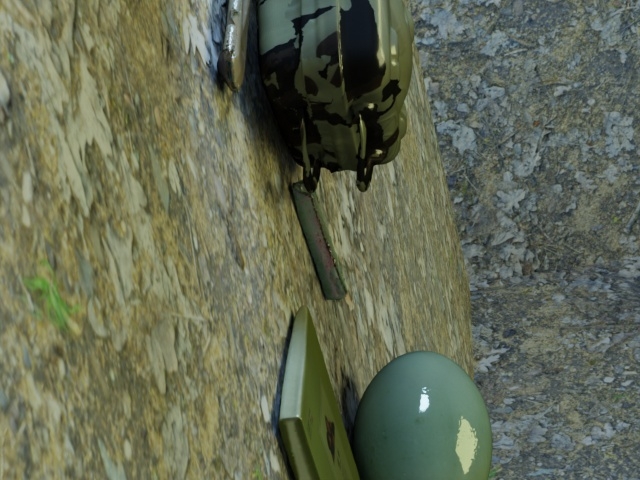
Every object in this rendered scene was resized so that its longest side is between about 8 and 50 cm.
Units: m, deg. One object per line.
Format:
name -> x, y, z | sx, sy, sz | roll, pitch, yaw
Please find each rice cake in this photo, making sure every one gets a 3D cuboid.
rice cake -> -0.001, 0.000, 1.693 | 0.033, 0.033, 0.208 | -88, 163, -54

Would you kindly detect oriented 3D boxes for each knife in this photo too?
knife -> -0.103, -0.319, 1.453 | 0.089, 0.043, 0.365 | 67, 19, -49

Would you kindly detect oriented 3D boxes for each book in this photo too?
book -> 0.012, 0.288, 1.507 | 0.239, 0.035, 0.352 | -84, 160, -60

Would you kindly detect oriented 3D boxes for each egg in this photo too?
egg -> 0.147, 0.291, 1.743 | 0.203, 0.203, 0.283 | 66, 23, -51

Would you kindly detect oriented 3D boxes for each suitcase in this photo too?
suitcase -> 0.028, -0.226, 1.565 | 0.351, 0.194, 0.339 | 67, 21, -72
